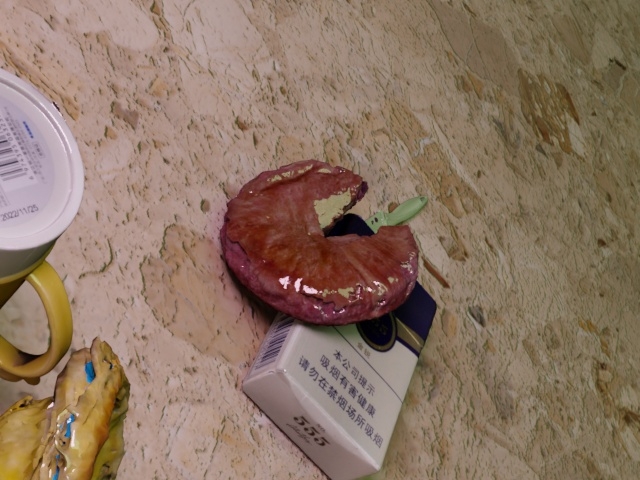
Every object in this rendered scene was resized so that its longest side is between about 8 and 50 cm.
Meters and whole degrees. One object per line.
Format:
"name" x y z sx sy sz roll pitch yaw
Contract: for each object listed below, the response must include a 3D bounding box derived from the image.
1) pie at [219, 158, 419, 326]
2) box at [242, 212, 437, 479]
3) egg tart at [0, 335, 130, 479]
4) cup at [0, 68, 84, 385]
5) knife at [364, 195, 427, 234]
"pie" 0.000 0.000 1.243 0.218 0.054 0.204 39 48 21
"box" 0.030 0.111 1.282 0.168 0.071 0.259 47 43 -21
"egg tart" -0.209 0.206 0.854 0.107 0.291 0.291 8 57 -4
"cup" -0.271 0.005 0.864 0.241 0.226 0.185 45 42 -12
"knife" 0.081 -0.026 1.463 0.207 0.014 0.030 -31 97 -51
